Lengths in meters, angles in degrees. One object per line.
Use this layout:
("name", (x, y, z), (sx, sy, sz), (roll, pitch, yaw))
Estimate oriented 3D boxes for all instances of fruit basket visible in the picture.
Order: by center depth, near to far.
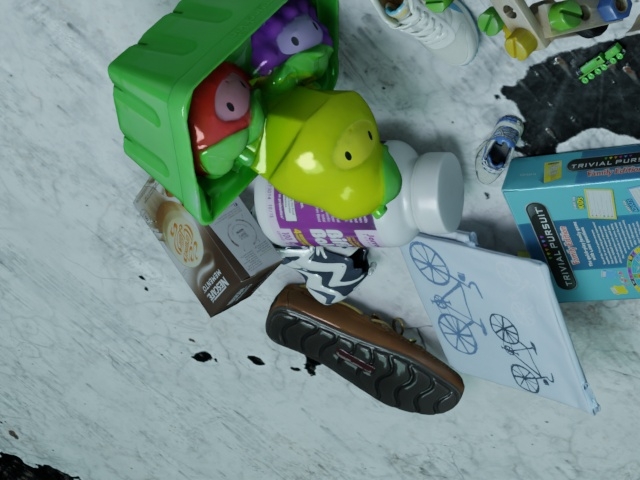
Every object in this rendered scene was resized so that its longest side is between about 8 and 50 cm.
("fruit basket", (-0.053, -0.185, 1.757), (0.392, 0.392, 0.283), (12, 139, 13))

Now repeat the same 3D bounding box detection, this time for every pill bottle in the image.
("pill bottle", (0.063, -0.072, 1.983), (0.301, 0.169, 0.169), (0, 135, 26))

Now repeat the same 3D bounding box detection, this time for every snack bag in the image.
("snack bag", (0.285, 0.119, 2.069), (0.342, 0.037, 0.323), (14, 136, 50))

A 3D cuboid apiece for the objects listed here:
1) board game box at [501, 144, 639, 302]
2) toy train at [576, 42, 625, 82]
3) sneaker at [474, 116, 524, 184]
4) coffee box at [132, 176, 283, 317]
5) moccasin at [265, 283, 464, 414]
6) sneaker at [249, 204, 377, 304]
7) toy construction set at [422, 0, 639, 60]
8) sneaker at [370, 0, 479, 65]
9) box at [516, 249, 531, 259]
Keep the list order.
("board game box", (0.474, -0.025, 1.908), (0.336, 0.079, 0.254), (-4, 133, 30))
("toy train", (0.386, -0.245, 1.754), (0.024, 0.017, 0.083), (45, 137, -10))
("sneaker", (0.261, -0.126, 1.915), (0.052, 0.058, 0.135), (21, 141, 3))
("coffee box", (-0.192, -0.016, 2.140), (0.246, 0.098, 0.141), (54, 141, 10))
("moccasin", (0.086, 0.193, 2.308), (0.380, 0.147, 0.139), (22, 126, 7))
("sneaker", (0.000, 0.000, 2.161), (0.153, 0.094, 0.235), (-29, 111, 35))
("toy construction set", (0.260, -0.299, 1.518), (0.309, 0.237, 0.257), (22, 141, 39))
("sneaker", (0.129, -0.314, 1.741), (0.087, 0.092, 0.228), (-24, 123, 40))
("box", (0.345, 0.127, 2.136), (0.058, 0.087, 0.232), (11, 138, 14))
